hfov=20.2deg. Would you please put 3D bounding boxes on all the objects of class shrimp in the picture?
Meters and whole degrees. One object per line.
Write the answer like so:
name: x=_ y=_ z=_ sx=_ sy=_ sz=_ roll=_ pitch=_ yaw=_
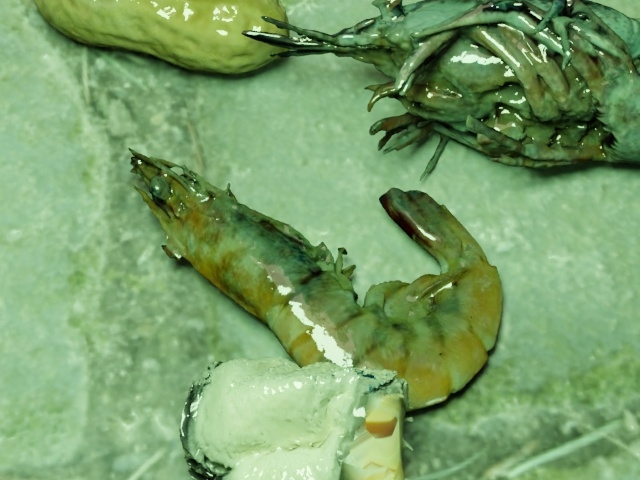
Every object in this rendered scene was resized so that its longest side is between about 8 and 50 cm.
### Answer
shrimp: x=0.000 y=0.000 z=1.265 sx=0.296 sy=0.058 sz=0.169 roll=41 pitch=61 yaw=19
shrimp: x=0.133 y=-0.127 z=1.275 sx=0.372 sy=0.172 sz=0.137 roll=0 pitch=62 yaw=-7

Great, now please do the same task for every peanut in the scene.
peanut: x=-0.125 y=-0.178 z=1.365 sx=0.214 sy=0.099 sz=0.099 roll=21 pitch=59 yaw=7

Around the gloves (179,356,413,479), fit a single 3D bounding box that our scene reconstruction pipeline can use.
gloves: x=-0.016 y=0.133 z=1.162 sx=0.153 sy=0.070 sz=0.114 roll=1 pitch=84 yaw=6
